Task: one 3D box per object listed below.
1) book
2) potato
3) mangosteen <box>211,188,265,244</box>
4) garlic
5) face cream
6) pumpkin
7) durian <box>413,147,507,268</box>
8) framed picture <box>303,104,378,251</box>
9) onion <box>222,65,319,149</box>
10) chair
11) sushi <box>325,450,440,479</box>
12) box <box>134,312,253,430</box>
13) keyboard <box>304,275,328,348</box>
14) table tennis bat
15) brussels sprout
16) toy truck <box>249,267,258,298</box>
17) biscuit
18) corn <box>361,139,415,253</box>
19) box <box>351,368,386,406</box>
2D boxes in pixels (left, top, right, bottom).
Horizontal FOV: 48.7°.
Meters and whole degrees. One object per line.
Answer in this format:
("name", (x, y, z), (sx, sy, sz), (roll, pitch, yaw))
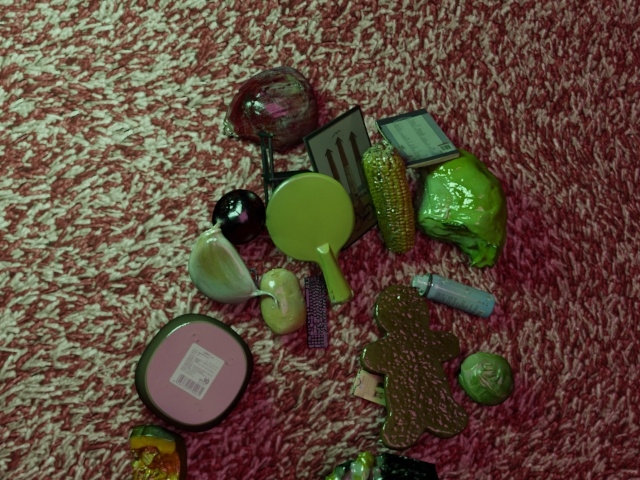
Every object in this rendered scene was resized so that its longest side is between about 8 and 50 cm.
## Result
("book", (0.267, -0.285, 1.982), (0.158, 0.026, 0.231), (-15, 46, -11))
("potato", (-0.099, 0.159, 1.854), (0.119, 0.109, 0.178), (-11, 83, 0))
("mangosteen", (-0.208, -0.058, 1.860), (0.153, 0.152, 0.152), (2, 80, -12))
("garlic", (-0.239, 0.103, 1.819), (0.266, 0.148, 0.128), (47, 55, -7))
("face cream", (0.368, 0.149, 1.971), (0.229, 0.075, 0.075), (20, 77, -9))
("pumpkin", (-0.394, 0.564, 1.724), (0.131, 0.126, 0.247), (4, 97, -6))
("durian", (0.389, -0.105, 1.957), (0.256, 0.204, 0.339), (9, 78, 1))
("framed picture", (0.079, -0.167, 1.880), (0.244, 0.013, 0.323), (-38, 118, -40))
("onion", (-0.139, -0.359, 1.930), (0.284, 0.120, 0.227), (-28, 83, -15))
("chair", (-0.083, -0.161, 1.858), (0.141, 0.154, 0.260), (-7, 102, -14))
("sushi", (0.112, 0.647, 1.712), (0.285, 0.328, 0.328), (25, 78, 4))
("box", (-0.308, 0.324, 1.730), (0.301, 0.216, 0.300), (1, 82, -10))
("keyboard", (-0.010, 0.193, 1.915), (0.060, 0.018, 0.195), (-2, 80, -9))
("table tennis bat", (0.000, 0.000, 1.813), (0.224, 0.054, 0.368), (-24, 108, -2))
("brussels sprout", (0.459, 0.376, 1.931), (0.155, 0.117, 0.155), (-1, 93, -23))
("toy truck", (-0.184, 0.115, 1.887), (0.032, 0.024, 0.083), (-2, 82, -35))
("biscuit", (0.245, 0.331, 1.911), (0.283, 0.064, 0.431), (-8, 71, -13))
("corn", (0.193, -0.115, 1.911), (0.115, 0.115, 0.317), (-23, 112, -15))
("box", (0.161, 0.405, 1.912), (0.149, 0.020, 0.073), (22, 77, -8))
